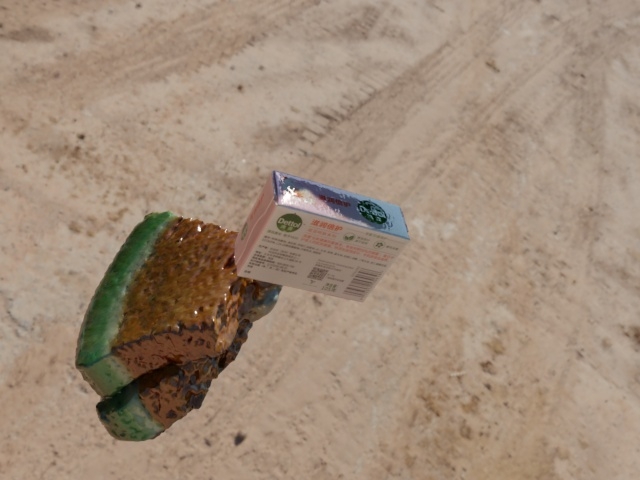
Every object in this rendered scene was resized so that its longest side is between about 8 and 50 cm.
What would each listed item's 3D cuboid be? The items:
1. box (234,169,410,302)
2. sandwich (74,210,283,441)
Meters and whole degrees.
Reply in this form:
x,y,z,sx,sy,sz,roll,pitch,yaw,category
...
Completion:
x,y,z,sx,sy,sz,roll,pitch,yaw,category
0.000,0.000,0.650,0.125,0.089,0.043,15,41,-24,box
-0.154,0.073,0.837,0.292,0.212,0.109,-58,132,-30,sandwich
